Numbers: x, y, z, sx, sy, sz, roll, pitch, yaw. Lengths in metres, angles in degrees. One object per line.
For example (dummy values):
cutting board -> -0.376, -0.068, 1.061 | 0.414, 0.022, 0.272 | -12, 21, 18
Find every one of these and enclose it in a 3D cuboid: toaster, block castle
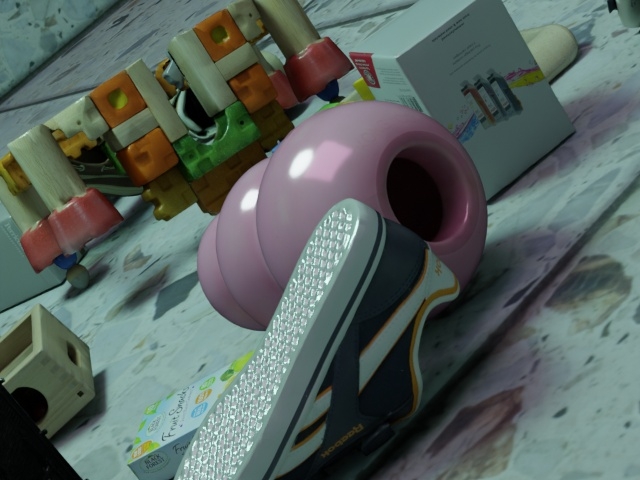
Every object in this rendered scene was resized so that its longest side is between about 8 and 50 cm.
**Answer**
toaster -> -0.298, 0.235, 1.420 | 0.110, 0.168, 0.185 | -34, 17, 11
block castle -> -0.189, -0.130, 2.066 | 0.453, 0.213, 0.303 | -35, 6, -20

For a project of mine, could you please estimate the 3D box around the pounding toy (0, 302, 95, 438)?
pounding toy -> -0.342, 0.198, 1.710 | 0.206, 0.094, 0.181 | -43, 23, 6

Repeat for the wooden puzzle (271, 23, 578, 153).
wooden puzzle -> 0.087, -0.155, 1.840 | 0.322, 0.080, 0.348 | -40, 20, -16

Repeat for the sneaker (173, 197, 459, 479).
sneaker -> -0.002, 0.134, 1.253 | 0.321, 0.127, 0.126 | -59, 24, 8

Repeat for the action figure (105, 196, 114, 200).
action figure -> -0.358, -0.072, 2.376 | 0.063, 0.137, 0.232 | 17, 41, 38

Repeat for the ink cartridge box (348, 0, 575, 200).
ink cartridge box -> 0.141, -0.147, 1.582 | 0.127, 0.176, 0.128 | -37, 19, -13

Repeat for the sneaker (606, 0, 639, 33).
sneaker -> 0.355, -0.291, 1.688 | 0.153, 0.094, 0.235 | -28, 28, -5

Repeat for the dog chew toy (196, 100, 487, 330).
dog chew toy -> 0.000, 0.000, 1.453 | 0.332, 0.206, 0.206 | -24, 20, 53

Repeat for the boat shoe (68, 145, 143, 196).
boat shoe -> -0.298, -0.118, 2.243 | 0.257, 0.095, 0.095 | -15, -38, -40

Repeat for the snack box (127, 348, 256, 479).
snack box -> -0.104, 0.162, 1.461 | 0.141, 0.037, 0.100 | -29, 19, 18

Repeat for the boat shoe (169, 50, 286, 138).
boat shoe -> -0.184, -0.214, 2.393 | 0.302, 0.113, 0.103 | -12, 23, 47

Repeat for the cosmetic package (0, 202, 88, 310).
cosmetic package -> -0.466, 0.028, 2.267 | 0.238, 0.127, 0.107 | -24, 21, 34
